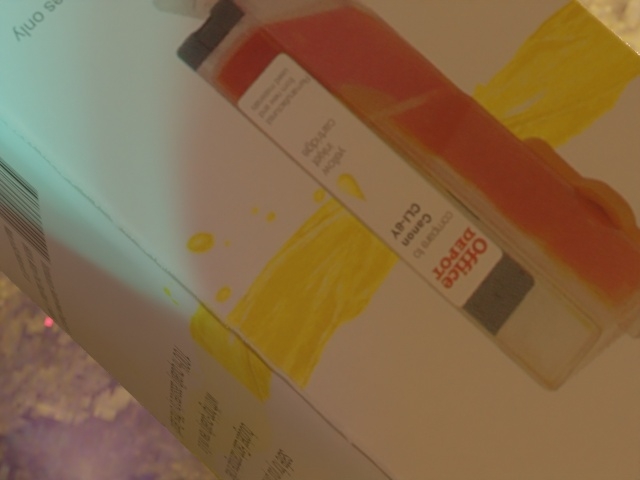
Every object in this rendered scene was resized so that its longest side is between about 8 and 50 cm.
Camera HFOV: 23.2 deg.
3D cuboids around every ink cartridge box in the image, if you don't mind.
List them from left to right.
[{"bbox_3d":[0.000,0.000,0.576,0.385,0.160,0.279,43,165,6],"label":"ink cartridge box"}]
